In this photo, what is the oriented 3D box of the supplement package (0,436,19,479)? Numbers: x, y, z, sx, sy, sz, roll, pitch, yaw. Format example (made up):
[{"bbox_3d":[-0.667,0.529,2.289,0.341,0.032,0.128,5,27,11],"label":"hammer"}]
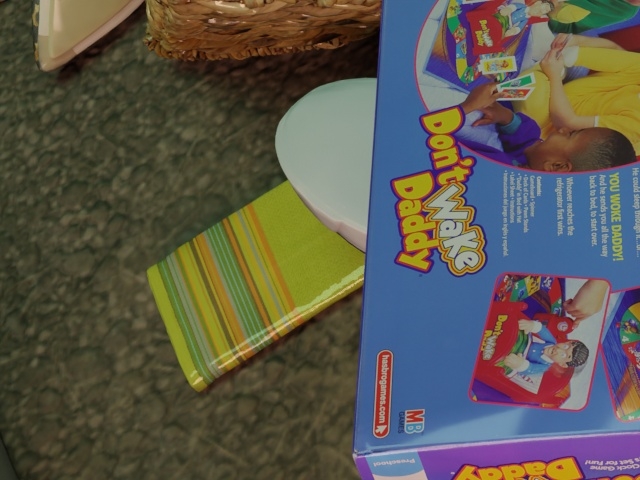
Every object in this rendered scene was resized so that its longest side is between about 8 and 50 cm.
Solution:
[{"bbox_3d":[-0.327,0.160,1.159,0.194,0.203,0.149,-39,48,6],"label":"supplement package"}]

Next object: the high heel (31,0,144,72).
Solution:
[{"bbox_3d":[-0.172,-0.257,1.436,0.261,0.093,0.186,-64,23,2],"label":"high heel"}]

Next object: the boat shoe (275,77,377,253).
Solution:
[{"bbox_3d":[0.097,0.004,1.048,0.301,0.102,0.108,28,64,33],"label":"boat shoe"}]

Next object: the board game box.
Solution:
[{"bbox_3d":[0.146,-0.025,0.935,0.233,0.078,0.347,-5,51,13],"label":"board game box"}]

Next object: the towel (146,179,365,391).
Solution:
[{"bbox_3d":[0.000,0.000,1.176,0.237,0.021,0.102,-32,54,11],"label":"towel"}]

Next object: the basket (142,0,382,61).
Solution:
[{"bbox_3d":[-0.015,-0.282,1.239,0.213,0.223,0.299,-2,86,-7],"label":"basket"}]
